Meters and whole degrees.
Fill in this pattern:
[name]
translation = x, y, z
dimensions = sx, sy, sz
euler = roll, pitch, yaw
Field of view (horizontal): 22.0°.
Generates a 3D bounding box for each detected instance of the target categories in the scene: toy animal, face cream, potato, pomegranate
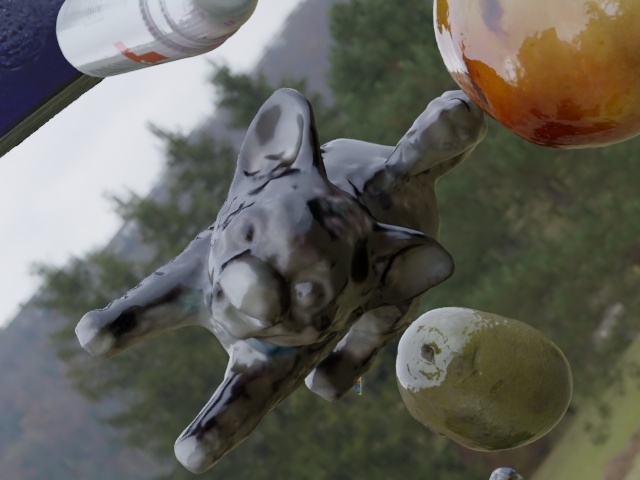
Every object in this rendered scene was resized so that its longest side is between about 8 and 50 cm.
[toy animal]
translation = 0.000, 0.000, 1.310
dimensions = 0.302, 0.194, 0.344
euler = -48, -7, 19
[face cream]
translation = -0.151, -0.213, 1.524
dimensions = 0.102, 0.102, 0.345
euler = -51, 20, -15
[potato]
translation = 0.183, 0.157, 1.922
dimensions = 0.174, 0.159, 0.251
euler = -46, -42, 16
[pomegranate]
translation = 0.187, -0.163, 1.167
dimensions = 0.209, 0.209, 0.209
euler = -52, -1, -1

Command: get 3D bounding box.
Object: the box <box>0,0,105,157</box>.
[box]
translation = -0.422, -0.265, 2.026
dimensions = 0.261, 0.279, 0.116
euler = -44, -1, -29

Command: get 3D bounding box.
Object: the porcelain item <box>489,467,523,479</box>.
[porcelain item]
translation = 0.218, 0.375, 1.959
dimensions = 0.288, 0.186, 0.138
euler = 1, -69, -43

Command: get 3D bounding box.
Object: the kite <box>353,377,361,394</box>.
[kite]
translation = 0.022, 0.161, 2.249
dimensions = 0.090, 0.122, 0.004
euler = -41, -20, -16
